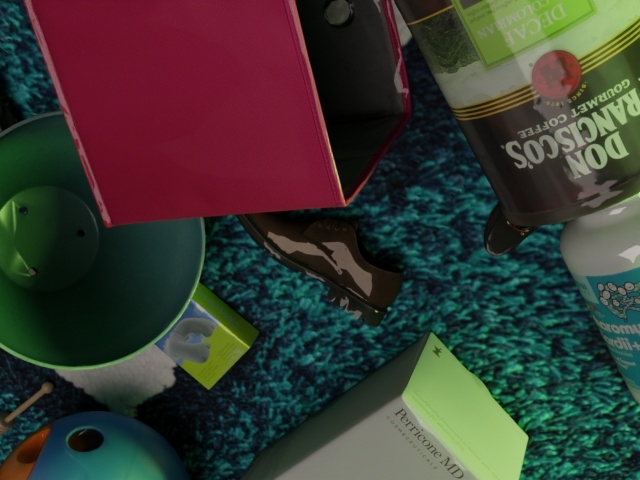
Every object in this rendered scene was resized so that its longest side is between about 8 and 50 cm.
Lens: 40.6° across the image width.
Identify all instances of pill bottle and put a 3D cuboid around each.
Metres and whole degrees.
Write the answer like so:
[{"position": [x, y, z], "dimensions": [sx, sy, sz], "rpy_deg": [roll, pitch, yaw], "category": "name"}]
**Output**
[{"position": [0.339, 0.037, 0.881], "dimensions": [0.146, 0.146, 0.264], "rpy_deg": [-23, 106, 28], "category": "pill bottle"}]

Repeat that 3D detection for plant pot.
[{"position": [-0.312, -0.001, 1.045], "dimensions": [0.195, 0.290, 0.290], "rpy_deg": [1, 123, 59], "category": "plant pot"}]

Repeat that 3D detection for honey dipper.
[{"position": [-0.468, 0.263, 1.352], "dimensions": [0.160, 0.030, 0.030], "rpy_deg": [-36, 100, 29], "category": "honey dipper"}]

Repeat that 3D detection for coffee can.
[{"position": [0.199, -0.181, 0.788], "dimensions": [0.201, 0.201, 0.275], "rpy_deg": [-23, 106, 28], "category": "coffee can"}]

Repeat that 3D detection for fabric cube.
[{"position": [-0.082, -0.184, 0.855], "dimensions": [0.258, 0.259, 0.254], "rpy_deg": [-6, 114, 24], "category": "fabric cube"}]

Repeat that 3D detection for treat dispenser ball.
[{"position": [-0.320, 0.386, 1.210], "dimensions": [0.288, 0.288, 0.288], "rpy_deg": [8, 118, 16], "category": "treat dispenser ball"}]

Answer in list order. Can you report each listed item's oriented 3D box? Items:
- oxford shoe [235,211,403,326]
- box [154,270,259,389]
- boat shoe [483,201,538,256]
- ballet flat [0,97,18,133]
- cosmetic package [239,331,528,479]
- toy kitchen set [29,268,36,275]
[{"position": [0.000, 0.000, 1.034], "dimensions": [0.227, 0.083, 0.096], "rpy_deg": [33, 104, 0], "category": "oxford shoe"}, {"position": [-0.183, 0.106, 1.163], "dimensions": [0.178, 0.042, 0.109], "rpy_deg": [40, 121, -4], "category": "box"}, {"position": [0.221, -0.030, 0.951], "dimensions": [0.049, 0.042, 0.133], "rpy_deg": [33, 123, -1], "category": "boat shoe"}, {"position": [-0.451, -0.173, 1.084], "dimensions": [0.095, 0.096, 0.280], "rpy_deg": [-8, 113, 22], "category": "ballet flat"}, {"position": [0.061, 0.306, 1.114], "dimensions": [0.197, 0.155, 0.365], "rpy_deg": [45, 122, -4], "category": "cosmetic package"}, {"position": [-0.382, 0.073, 1.229], "dimensions": [0.068, 0.075, 0.083], "rpy_deg": [26, 90, 48], "category": "toy kitchen set"}]
